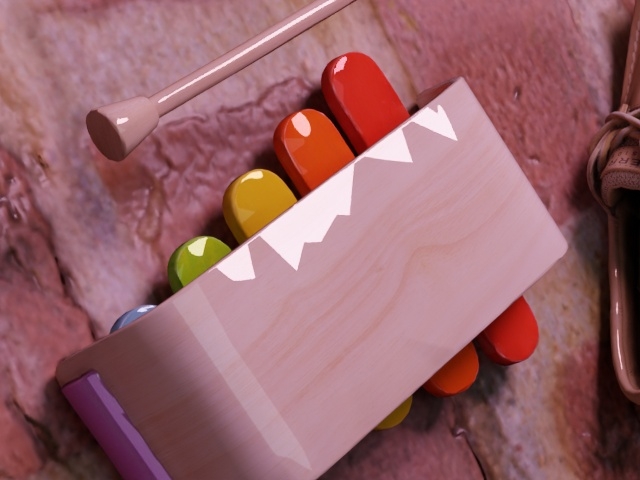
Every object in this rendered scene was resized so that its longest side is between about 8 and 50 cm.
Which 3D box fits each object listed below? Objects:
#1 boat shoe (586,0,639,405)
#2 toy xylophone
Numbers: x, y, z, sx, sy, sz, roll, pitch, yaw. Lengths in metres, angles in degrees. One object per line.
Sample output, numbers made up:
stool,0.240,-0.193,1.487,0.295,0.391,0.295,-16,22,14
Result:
boat shoe,0.220,-0.045,1.071,0.098,0.109,0.302,7,79,-33
toy xylophone,0.000,0.000,0.926,0.323,0.081,0.236,-28,93,-35
